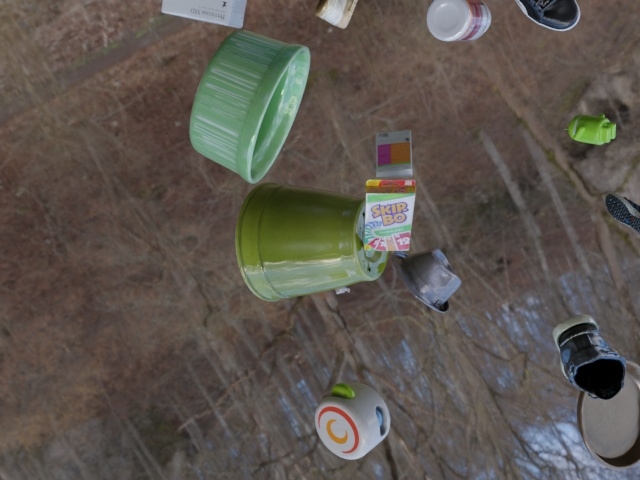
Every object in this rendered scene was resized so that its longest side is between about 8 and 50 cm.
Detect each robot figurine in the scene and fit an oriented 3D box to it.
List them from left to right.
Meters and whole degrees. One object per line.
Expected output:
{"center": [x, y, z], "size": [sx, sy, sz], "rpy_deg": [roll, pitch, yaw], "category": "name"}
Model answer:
{"center": [0.660, -0.272, 1.713], "size": [0.101, 0.067, 0.115], "rpy_deg": [-33, -144, -30], "category": "robot figurine"}

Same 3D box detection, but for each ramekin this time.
{"center": [-0.149, -0.285, 1.457], "size": [0.303, 0.148, 0.303], "rpy_deg": [24, 90, -85], "category": "ramekin"}

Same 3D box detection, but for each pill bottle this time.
{"center": [0.271, -0.426, 1.341], "size": [0.086, 0.086, 0.152], "rpy_deg": [-16, -175, 35], "category": "pill bottle"}

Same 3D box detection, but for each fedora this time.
{"center": [0.366, 0.107, 2.283], "size": [0.124, 0.275, 0.243], "rpy_deg": [-39, -133, 18], "category": "fedora"}

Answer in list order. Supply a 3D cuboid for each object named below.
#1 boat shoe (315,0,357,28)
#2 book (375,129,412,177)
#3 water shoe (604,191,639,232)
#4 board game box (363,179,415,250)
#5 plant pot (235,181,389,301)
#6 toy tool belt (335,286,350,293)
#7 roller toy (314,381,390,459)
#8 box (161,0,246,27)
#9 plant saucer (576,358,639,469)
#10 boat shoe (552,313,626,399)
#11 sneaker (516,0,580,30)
{"center": [0.053, -0.403, 1.088], "size": [0.170, 0.059, 0.063], "rpy_deg": [-61, -159, -12], "category": "boat shoe"}
{"center": [0.195, -0.233, 1.868], "size": [0.096, 0.035, 0.144], "rpy_deg": [-2, -125, 9], "category": "book"}
{"center": [1.001, -0.085, 2.231], "size": [0.080, 0.073, 0.203], "rpy_deg": [-20, -127, -31], "category": "water shoe"}
{"center": [0.176, -0.062, 1.813], "size": [0.124, 0.259, 0.039], "rpy_deg": [0, -131, 2], "category": "board game box"}
{"center": [0.000, 0.000, 2.059], "size": [0.353, 0.366, 0.366], "rpy_deg": [-1, -150, 31], "category": "plant pot"}
{"center": [0.071, 0.135, 2.341], "size": [0.051, 0.083, 0.052], "rpy_deg": [-5, 168, -33], "category": "toy tool belt"}
{"center": [0.094, 0.511, 1.993], "size": [0.146, 0.191, 0.209], "rpy_deg": [-23, 151, -47], "category": "roller toy"}
{"center": [-0.298, -0.634, 1.831], "size": [0.181, 0.119, 0.182], "rpy_deg": [12, -164, 2], "category": "box"}
{"center": [0.752, 0.439, 1.783], "size": [0.278, 0.277, 0.041], "rpy_deg": [-38, -168, -24], "category": "plant saucer"}
{"center": [0.586, 0.279, 1.481], "size": [0.127, 0.340, 0.113], "rpy_deg": [-24, -132, 11], "category": "boat shoe"}
{"center": [0.356, -0.443, 1.211], "size": [0.079, 0.217, 0.121], "rpy_deg": [-45, 176, 29], "category": "sneaker"}
